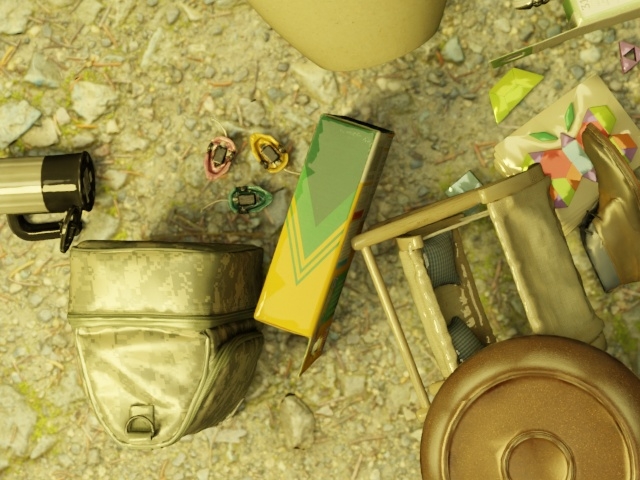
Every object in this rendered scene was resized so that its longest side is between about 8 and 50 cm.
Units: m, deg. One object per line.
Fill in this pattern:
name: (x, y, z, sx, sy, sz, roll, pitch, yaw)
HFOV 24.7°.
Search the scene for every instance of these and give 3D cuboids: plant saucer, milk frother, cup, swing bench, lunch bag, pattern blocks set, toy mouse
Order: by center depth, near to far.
plant saucer: (0.265, 0.269, 1.757, 0.311, 0.050, 0.310, 1, 92, 18)
cup: (0.038, -0.354, 1.836, 0.331, 0.331, 0.237, -17, 117, 8)
swing bench: (0.209, 0.063, 1.875, 0.255, 0.165, 0.253, -21, 93, 13)
lunch bag: (-0.189, 0.129, 1.882, 0.213, 0.305, 0.256, 2, 91, 10)
pattern blocks set: (0.338, -0.113, 1.930, 0.285, 0.026, 0.325, 38, 98, 4)
milk frother: (-0.382, -0.050, 1.970, 0.135, 0.143, 0.129, -3, 101, 6)
toy mouse: (-0.111, -0.088, 1.988, 0.161, 0.031, 0.143, 43, 98, 3)

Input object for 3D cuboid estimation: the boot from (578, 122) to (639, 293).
boot: (0.367, -0.037, 1.879, 0.106, 0.082, 0.219, -31, 96, 6)

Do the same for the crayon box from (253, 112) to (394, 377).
crayon box: (0.000, 0.000, 1.892, 0.083, 0.203, 0.323, 18, 96, 6)

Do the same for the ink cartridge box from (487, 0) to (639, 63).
ink cartridge box: (0.318, -0.283, 1.848, 0.235, 0.171, 0.056, -17, 91, 9)

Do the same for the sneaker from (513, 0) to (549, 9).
sneaker: (0.332, -0.378, 1.886, 0.208, 0.081, 0.094, -23, 88, 9)
